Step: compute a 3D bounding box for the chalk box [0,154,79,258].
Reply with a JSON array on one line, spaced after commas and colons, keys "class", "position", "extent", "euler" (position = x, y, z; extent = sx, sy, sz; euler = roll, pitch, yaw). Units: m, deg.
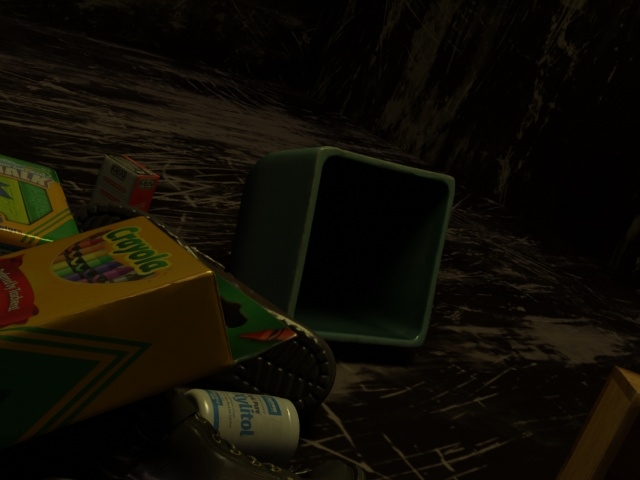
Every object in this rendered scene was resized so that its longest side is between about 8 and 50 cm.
[{"class": "chalk box", "position": [-0.358, 0.010, 0.897], "extent": [0.180, 0.179, 0.289], "euler": [14, 18, -29]}]

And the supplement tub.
[{"class": "supplement tub", "position": [-0.082, 0.183, 0.892], "extent": [0.107, 0.071, 0.071], "euler": [11, 19, -32]}]

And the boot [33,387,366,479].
[{"class": "boot", "position": [-0.091, 0.170, 0.757], "extent": [0.229, 0.091, 0.263], "euler": [48, 24, 12]}]

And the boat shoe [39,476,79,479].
[{"class": "boat shoe", "position": [-0.132, 0.254, 0.511], "extent": [0.120, 0.122, 0.324], "euler": [4, 23, -40]}]

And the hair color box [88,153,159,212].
[{"class": "hair color box", "position": [-0.272, -0.037, 1.227], "extent": [0.072, 0.141, 0.043], "euler": [31, 18, 29]}]

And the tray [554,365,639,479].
[{"class": "tray", "position": [0.465, 0.298, 0.993], "extent": [0.411, 0.203, 0.076], "euler": [20, 15, -8]}]

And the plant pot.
[{"class": "plant pot", "position": [0.000, 0.000, 1.318], "extent": [0.247, 0.248, 0.252], "euler": [9, 2, -38]}]

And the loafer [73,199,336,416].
[{"class": "loafer", "position": [-0.147, 0.088, 1.069], "extent": [0.366, 0.134, 0.130], "euler": [35, -5, 10]}]

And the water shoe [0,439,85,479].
[{"class": "water shoe", "position": [-0.208, 0.192, 0.740], "extent": [0.203, 0.073, 0.080], "euler": [11, 48, -41]}]

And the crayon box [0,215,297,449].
[{"class": "crayon box", "position": [-0.203, 0.064, 0.695], "extent": [0.318, 0.081, 0.202], "euler": [-18, 19, -21]}]
